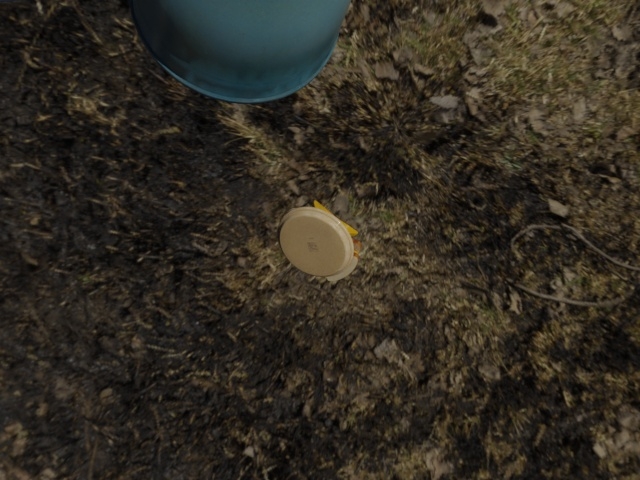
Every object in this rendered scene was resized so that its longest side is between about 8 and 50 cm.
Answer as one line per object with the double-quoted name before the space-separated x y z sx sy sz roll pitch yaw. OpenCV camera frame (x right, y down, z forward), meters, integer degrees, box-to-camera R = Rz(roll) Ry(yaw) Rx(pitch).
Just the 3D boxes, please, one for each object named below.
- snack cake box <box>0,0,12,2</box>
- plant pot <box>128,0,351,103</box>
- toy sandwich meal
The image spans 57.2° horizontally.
"snack cake box" -0.442 -0.335 0.632 0.089 0.264 0.152 -4 109 52
"plant pot" -0.072 -0.320 0.637 0.272 0.255 0.271 2 83 -15
"toy sandwich meal" 0.000 0.000 0.558 0.086 0.029 0.085 12 126 18
